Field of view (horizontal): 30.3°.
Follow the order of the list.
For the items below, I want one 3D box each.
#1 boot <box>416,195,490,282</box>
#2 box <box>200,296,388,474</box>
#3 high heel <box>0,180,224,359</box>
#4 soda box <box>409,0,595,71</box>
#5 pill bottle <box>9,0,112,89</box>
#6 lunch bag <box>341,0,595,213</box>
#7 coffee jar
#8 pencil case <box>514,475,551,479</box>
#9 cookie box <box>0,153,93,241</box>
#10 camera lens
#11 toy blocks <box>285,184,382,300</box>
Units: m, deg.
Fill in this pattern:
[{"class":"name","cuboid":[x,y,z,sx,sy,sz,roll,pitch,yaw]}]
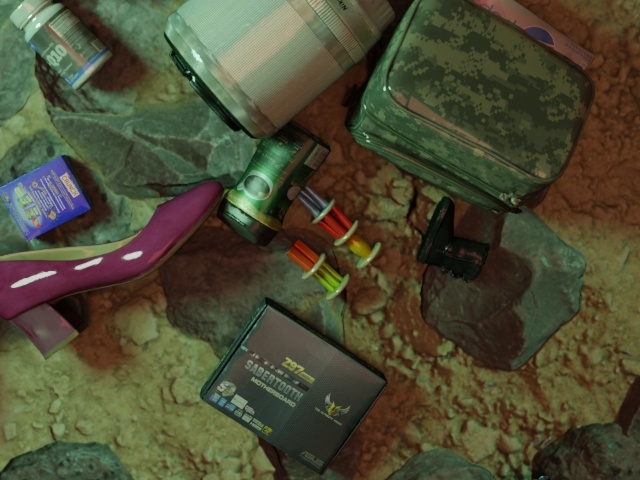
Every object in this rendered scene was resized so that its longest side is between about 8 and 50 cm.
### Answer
[{"class":"boot","cuboid":[0.211,0.001,1.807,0.099,0.045,0.121,19,106,-6]},{"class":"box","cuboid":[-0.041,0.225,1.824,0.233,0.059,0.183,35,96,-10]},{"class":"high heel","cuboid":[-0.325,-0.004,1.729,0.377,0.127,0.181,-40,95,-1]},{"class":"soda box","cuboid":[0.266,-0.307,1.730,0.263,0.083,0.092,32,97,-10]},{"class":"pill bottle","cuboid":[-0.371,-0.289,1.686,0.078,0.078,0.137,-44,101,5]},{"class":"lunch bag","cuboid":[0.200,-0.173,1.672,0.305,0.256,0.212,27,72,-8]},{"class":"coffee jar","cuboid":[-0.071,-0.087,1.738,0.096,0.079,0.184,35,94,21]},{"class":"pencil case","cuboid":[0.216,0.508,1.852,0.386,0.160,0.167,-24,78,1]},{"class":"cookie box","cuboid":[-0.406,-0.064,1.747,0.107,0.040,0.091,-27,102,1]},{"class":"camera lens","cuboid":[-0.061,-0.293,1.637,0.274,0.219,0.219,-40,101,4]},{"class":"toy blocks","cuboid":[0.000,0.000,1.786,0.148,0.054,0.123,43,97,-9]}]
